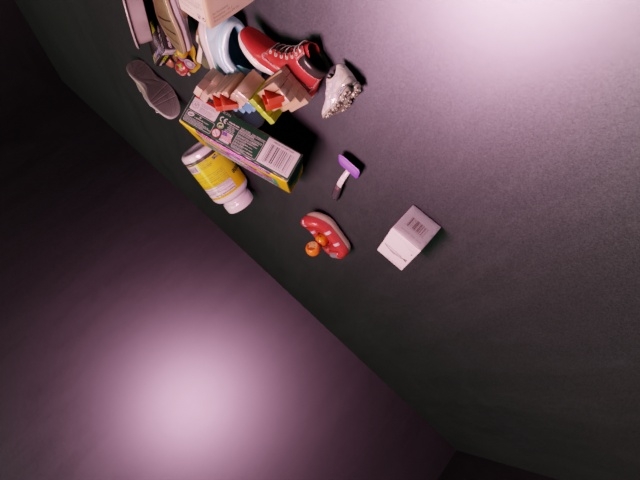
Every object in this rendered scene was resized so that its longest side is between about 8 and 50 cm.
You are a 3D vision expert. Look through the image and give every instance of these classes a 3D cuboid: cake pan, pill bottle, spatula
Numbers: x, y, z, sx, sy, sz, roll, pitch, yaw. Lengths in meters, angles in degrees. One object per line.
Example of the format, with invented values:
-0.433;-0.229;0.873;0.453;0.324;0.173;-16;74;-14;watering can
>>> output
-0.554;-0.729;1.262;0.293;0.054;0.293;168;90;-76;cake pan
-0.458;-0.292;1.949;0.188;0.188;0.333;16;146;52;pill bottle
0.068;-0.191;1.374;0.084;0.030;0.296;43;160;6;spatula

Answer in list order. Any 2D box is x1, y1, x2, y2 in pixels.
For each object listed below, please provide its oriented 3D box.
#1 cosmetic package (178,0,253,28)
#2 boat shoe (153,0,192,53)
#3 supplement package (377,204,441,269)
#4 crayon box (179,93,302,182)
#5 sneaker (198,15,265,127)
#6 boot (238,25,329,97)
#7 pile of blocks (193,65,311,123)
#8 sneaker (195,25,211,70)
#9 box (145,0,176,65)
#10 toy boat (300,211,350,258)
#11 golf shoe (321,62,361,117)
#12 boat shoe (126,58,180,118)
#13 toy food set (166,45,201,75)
-0.243;-0.646;0.909;0.113;0.160;0.309;38;160;14;cosmetic package
-0.423;-0.691;1.234;0.113;0.103;0.302;40;159;22;boat shoe
0.258;-0.004;1.267;0.105;0.105;0.179;40;160;10;supplement package
-0.236;-0.299;1.389;0.363;0.106;0.313;30;180;-2;crayon box
-0.231;-0.473;1.250;0.150;0.135;0.365;32;158;37;sneaker
-0.089;-0.474;1.057;0.244;0.088;0.176;39;160;-8;boot
-0.202;-0.371;1.148;0.362;0.112;0.149;15;152;33;pile of blocks
-0.336;-0.594;1.329;0.086;0.064;0.192;39;160;-6;sneaker
-0.542;-0.703;1.423;0.191;0.045;0.184;9;115;58;box
0.000;0.000;1.696;0.231;0.151;0.151;53;158;-21;toy boat
0.041;-0.371;1.062;0.086;0.069;0.176;65;156;2;golf shoe
-0.729;-0.655;1.882;0.320;0.118;0.103;46;166;7;boat shoe
-0.508;-0.647;1.526;0.128;0.071;0.218;53;158;-21;toy food set
